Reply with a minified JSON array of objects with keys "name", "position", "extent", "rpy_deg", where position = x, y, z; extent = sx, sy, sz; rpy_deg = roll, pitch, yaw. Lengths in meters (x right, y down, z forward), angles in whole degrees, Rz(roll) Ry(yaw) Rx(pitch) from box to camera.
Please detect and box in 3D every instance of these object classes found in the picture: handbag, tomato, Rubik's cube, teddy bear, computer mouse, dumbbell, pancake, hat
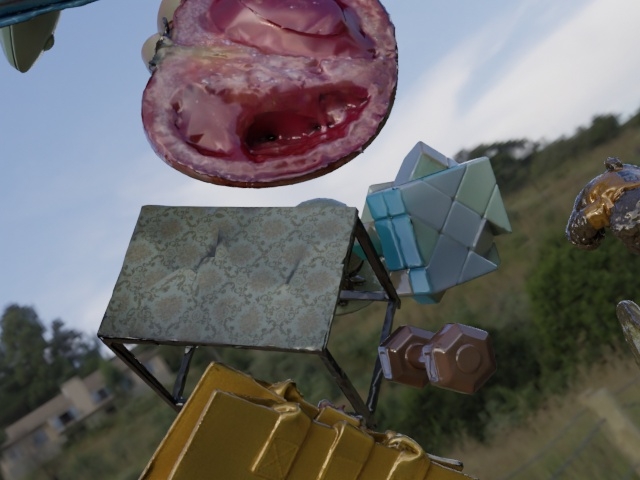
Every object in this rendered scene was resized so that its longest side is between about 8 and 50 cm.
[{"name":"handbag","position":[-0.020,0.333,1.386],"extent":[0.283,0.401,0.133],"rpy_deg":[-61,22,13]},{"name":"tomato","position":[-0.033,-0.104,0.796],"extent":[0.099,0.173,0.189],"rpy_deg":[91,-167,-67]},{"name":"Rubik's cube","position":[0.167,-0.025,1.802],"extent":[0.224,0.265,0.213],"rpy_deg":[-18,3,-24]},{"name":"teddy bear","position":[0.467,-0.044,1.648],"extent":[0.177,0.140,0.190],"rpy_deg":[-7,20,-10]},{"name":"computer mouse","position":[-0.480,-0.420,1.858],"extent":[0.159,0.097,0.288],"rpy_deg":[-70,-15,-45]},{"name":"dumbbell","position":[0.150,0.154,1.456],"extent":[0.082,0.092,0.231],"rpy_deg":[-14,-2,-17]},{"name":"pancake","position":[0.471,0.187,1.537],"extent":[0.029,0.235,0.212],"rpy_deg":[-27,12,3]},{"name":"hat","position":[0.000,0.000,1.926],"extent":[0.257,0.257,0.130],"rpy_deg":[-30,-36,-32]}]

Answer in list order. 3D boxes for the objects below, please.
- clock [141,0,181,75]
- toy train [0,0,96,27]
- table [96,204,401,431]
[{"name":"clock","position":[-0.125,-0.357,1.819],"extent":[0.309,0.114,0.284],"rpy_deg":[-1,-45,-37]},{"name":"toy train","position":[-0.282,-0.339,1.006],"extent":[0.300,0.188,0.265],"rpy_deg":[-16,-34,-8]},{"name":"table","position":[-0.087,0.113,1.599],"extent":[0.335,0.222,0.272],"rpy_deg":[2,-30,22]}]
